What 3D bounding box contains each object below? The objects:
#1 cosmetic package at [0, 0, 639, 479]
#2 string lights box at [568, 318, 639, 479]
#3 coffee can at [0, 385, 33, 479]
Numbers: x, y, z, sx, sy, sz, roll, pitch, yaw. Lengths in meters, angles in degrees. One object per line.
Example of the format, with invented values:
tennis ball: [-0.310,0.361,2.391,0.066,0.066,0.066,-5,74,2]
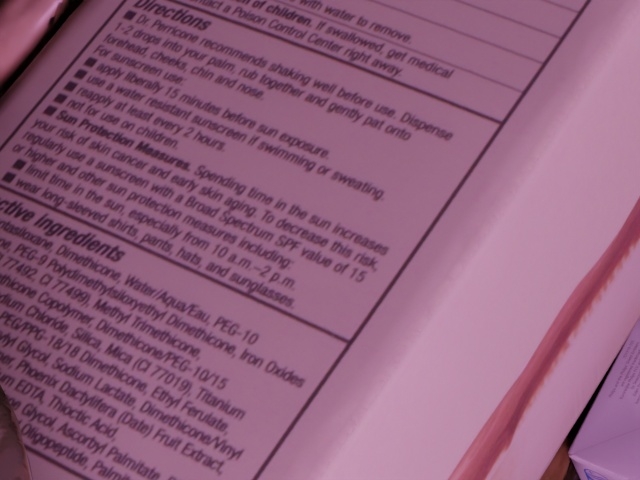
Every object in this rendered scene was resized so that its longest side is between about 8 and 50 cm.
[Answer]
cosmetic package: [0.000,0.000,0.559,0.296,0.153,0.129,-53,149,-23]
string lights box: [0.217,0.125,1.077,0.133,0.076,0.260,-60,150,-18]
coffee can: [-0.126,0.161,0.396,0.201,0.201,0.275,-46,144,-34]
